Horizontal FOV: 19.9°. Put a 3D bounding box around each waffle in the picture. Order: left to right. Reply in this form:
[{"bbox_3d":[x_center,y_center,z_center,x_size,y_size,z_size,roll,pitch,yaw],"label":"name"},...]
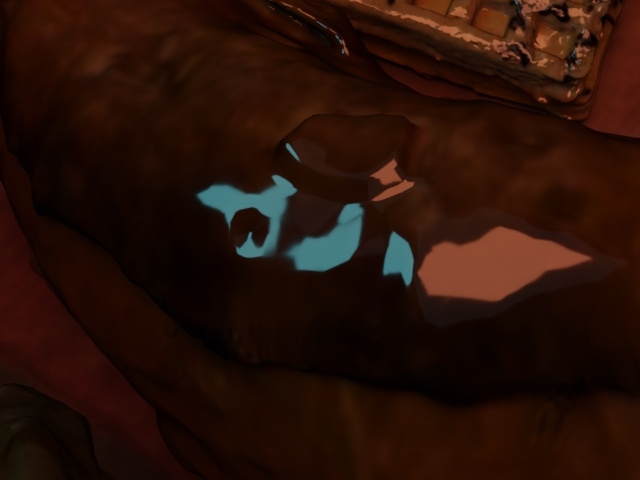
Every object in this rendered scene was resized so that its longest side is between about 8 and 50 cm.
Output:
[{"bbox_3d":[0.043,-0.112,0.671,0.148,0.042,0.102,18,73,7],"label":"waffle"}]

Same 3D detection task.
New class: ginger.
[{"bbox_3d":[0.000,0.000,0.569,0.321,0.165,0.172,28,91,20],"label":"ginger"}]

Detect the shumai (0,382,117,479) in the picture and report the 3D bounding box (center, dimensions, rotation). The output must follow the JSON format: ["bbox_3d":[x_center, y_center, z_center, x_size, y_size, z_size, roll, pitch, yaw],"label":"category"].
[{"bbox_3d":[-0.134,0.213,0.452,0.288,0.292,0.330,-26,47,-1],"label":"shumai"}]
